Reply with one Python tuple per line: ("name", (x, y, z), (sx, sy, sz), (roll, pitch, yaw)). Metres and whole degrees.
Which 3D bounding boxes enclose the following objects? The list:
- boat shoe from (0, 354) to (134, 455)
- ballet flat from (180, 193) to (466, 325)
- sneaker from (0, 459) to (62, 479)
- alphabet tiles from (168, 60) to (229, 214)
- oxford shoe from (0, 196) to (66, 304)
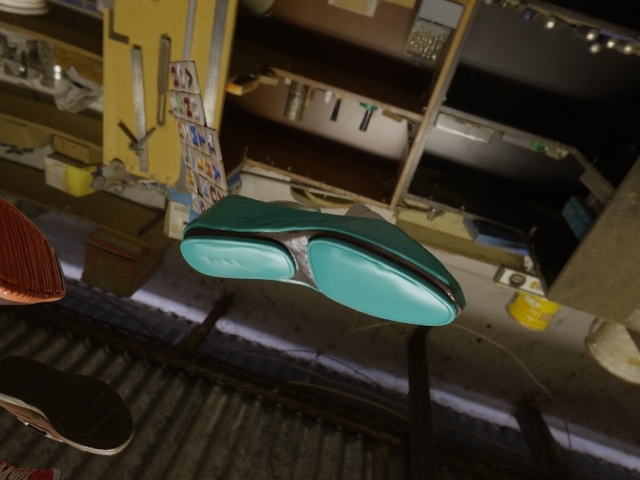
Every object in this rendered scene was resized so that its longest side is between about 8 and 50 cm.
("boat shoe", (-0.475, 0.315, 0.832), (0.307, 0.104, 0.111), (23, -139, 14))
("ballet flat", (0.000, 0.000, 0.371), (0.247, 0.083, 0.087), (10, -132, 22))
("sneaker", (-0.347, 0.272, 0.502), (0.067, 0.118, 0.042), (42, -140, -32))
("alphabet tiles", (-0.175, -0.131, 0.635), (0.009, 0.237, 0.198), (-18, -153, -25))
("oxford shoe", (-0.426, 0.015, 0.471), (0.132, 0.364, 0.130), (-24, -108, 1))
